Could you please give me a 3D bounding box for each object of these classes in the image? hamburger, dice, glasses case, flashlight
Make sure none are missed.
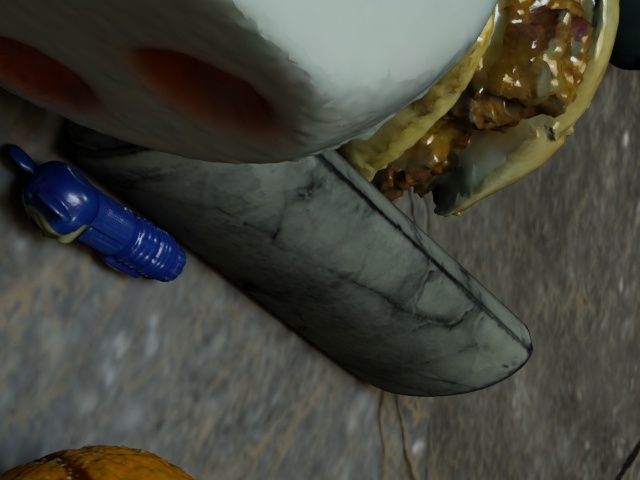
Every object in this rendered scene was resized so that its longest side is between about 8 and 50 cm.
[{"bbox_3d":[0.065,-0.166,0.891,0.155,0.245,0.282,-1,119,-51],"label":"hamburger"},{"bbox_3d":[-0.074,-0.189,0.657,0.251,0.259,0.243,40,65,-45],"label":"dice"},{"bbox_3d":[0.000,0.000,0.865,0.299,0.114,0.060,39,51,-43],"label":"glasses case"},{"bbox_3d":[-0.112,-0.006,0.795,0.035,0.057,0.121,-45,142,6],"label":"flashlight"}]

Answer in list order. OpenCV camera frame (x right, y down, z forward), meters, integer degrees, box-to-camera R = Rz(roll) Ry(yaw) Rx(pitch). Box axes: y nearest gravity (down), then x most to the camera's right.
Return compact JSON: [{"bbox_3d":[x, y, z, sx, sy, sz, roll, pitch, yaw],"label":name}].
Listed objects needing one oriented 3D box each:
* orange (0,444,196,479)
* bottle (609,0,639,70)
[{"bbox_3d":[-0.106,0.188,0.719,0.193,0.161,0.193,-13,110,-38],"label":"orange"},{"bbox_3d":[0.187,-0.264,1.050,0.144,0.144,0.336,-51,130,-35],"label":"bottle"}]
